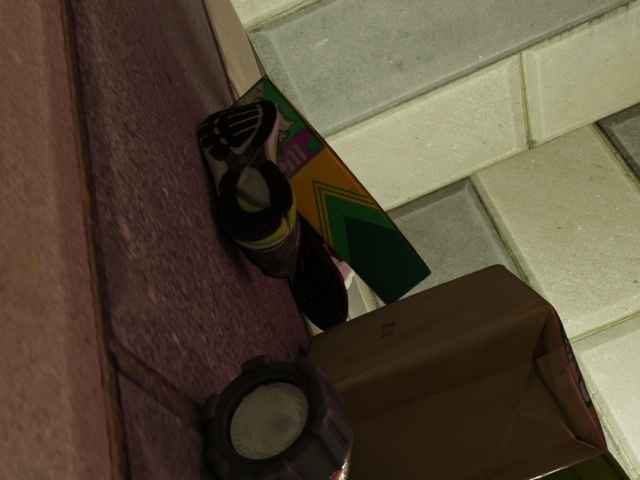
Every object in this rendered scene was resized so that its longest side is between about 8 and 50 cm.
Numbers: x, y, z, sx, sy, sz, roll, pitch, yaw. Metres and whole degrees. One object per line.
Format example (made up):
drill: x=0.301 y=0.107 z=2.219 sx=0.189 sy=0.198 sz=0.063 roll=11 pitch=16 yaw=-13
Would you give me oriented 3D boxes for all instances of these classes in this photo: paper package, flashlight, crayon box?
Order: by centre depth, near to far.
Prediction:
flashlight: x=0.012 y=0.210 z=0.600 sx=0.304 sy=0.103 sz=0.103 roll=60 pitch=5 yaw=-45
paper package: x=0.136 y=0.171 z=0.892 sx=0.325 sy=0.310 sz=0.168 roll=-51 pitch=118 yaw=-82
crayon box: x=0.007 y=-0.096 z=1.284 sx=0.313 sy=0.106 sz=0.363 roll=48 pitch=5 yaw=-34

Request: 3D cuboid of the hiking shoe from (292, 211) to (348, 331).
hiking shoe: x=-0.013 y=0.040 z=1.214 sx=0.114 sy=0.086 sz=0.226 roll=-27 pitch=93 yaw=-82

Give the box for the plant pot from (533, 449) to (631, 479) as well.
plant pot: x=0.400 y=0.568 z=1.439 sx=0.366 sy=0.353 sz=0.366 roll=61 pitch=-9 yaw=15

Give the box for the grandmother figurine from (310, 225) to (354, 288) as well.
grandmother figurine: x=0.000 y=0.000 z=1.545 sx=0.208 sy=0.104 sz=0.342 roll=32 pitch=26 yaw=-29

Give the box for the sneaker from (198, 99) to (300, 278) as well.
sneaker: x=-0.087 y=-0.071 z=0.948 sx=0.299 sy=0.111 sz=0.121 roll=-101 pitch=178 yaw=-45
